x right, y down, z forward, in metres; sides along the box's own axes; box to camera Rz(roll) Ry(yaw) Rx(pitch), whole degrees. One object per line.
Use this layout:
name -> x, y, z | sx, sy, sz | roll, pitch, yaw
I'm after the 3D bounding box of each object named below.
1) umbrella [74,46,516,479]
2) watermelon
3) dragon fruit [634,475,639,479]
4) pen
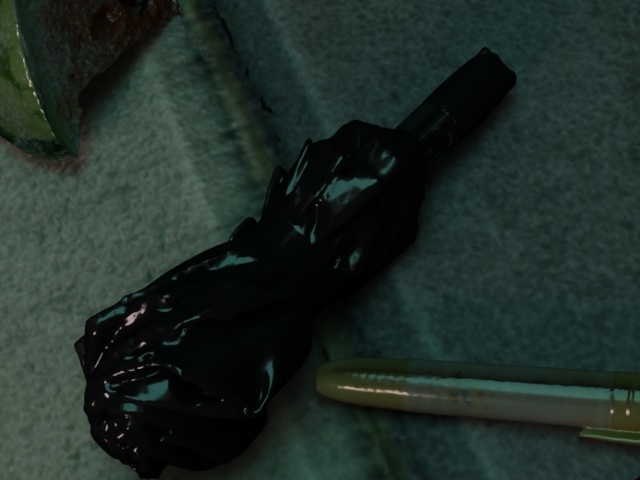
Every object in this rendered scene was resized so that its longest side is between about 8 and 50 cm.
umbrella -> 0.000, 0.000, 0.790 | 0.118, 0.118, 0.340 | 32, 60, 28
watermelon -> -0.185, -0.149, 0.914 | 0.098, 0.121, 0.158 | 6, 53, 41
dragon fruit -> 0.163, 0.218, 0.593 | 0.302, 0.240, 0.330 | -24, 28, 30
pen -> 0.110, 0.087, 0.743 | 0.233, 0.032, 0.040 | 2, 82, 16
